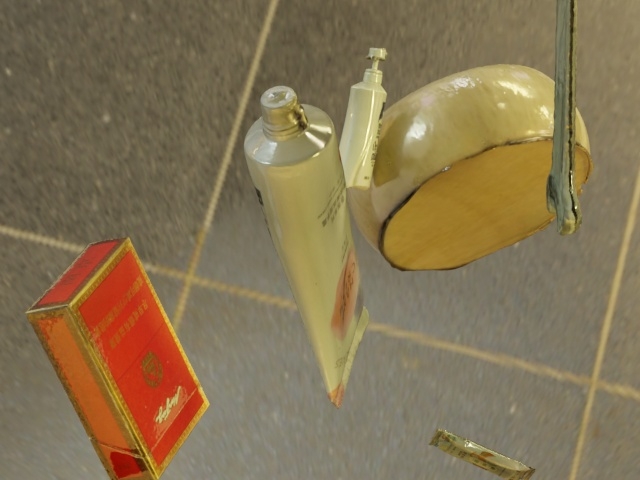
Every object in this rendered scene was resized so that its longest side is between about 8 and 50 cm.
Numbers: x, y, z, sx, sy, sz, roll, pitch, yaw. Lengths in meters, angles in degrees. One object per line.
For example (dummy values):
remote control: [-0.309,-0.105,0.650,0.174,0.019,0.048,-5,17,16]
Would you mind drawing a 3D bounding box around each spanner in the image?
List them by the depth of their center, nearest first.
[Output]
spanner: [0.204,-0.151,1.381,0.017,0.071,0.302,-6,112,-10]

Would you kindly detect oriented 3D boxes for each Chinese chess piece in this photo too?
Chinese chess piece: [0.153,-0.072,1.699,0.257,0.257,0.104,-20,64,-5]

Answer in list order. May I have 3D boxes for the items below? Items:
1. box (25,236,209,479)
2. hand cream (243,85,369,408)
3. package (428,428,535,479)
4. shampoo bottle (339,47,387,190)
box: [-0.225,0.137,1.858,0.074,0.153,0.240,-13,114,25]
hand cream: [0.000,0.000,1.461,0.077,0.341,0.124,1,46,19]
package: [0.165,0.221,1.682,0.110,0.037,0.015,25,50,-2]
shampoo bottle: [0.043,-0.119,1.596,0.034,0.049,0.141,12,93,35]
